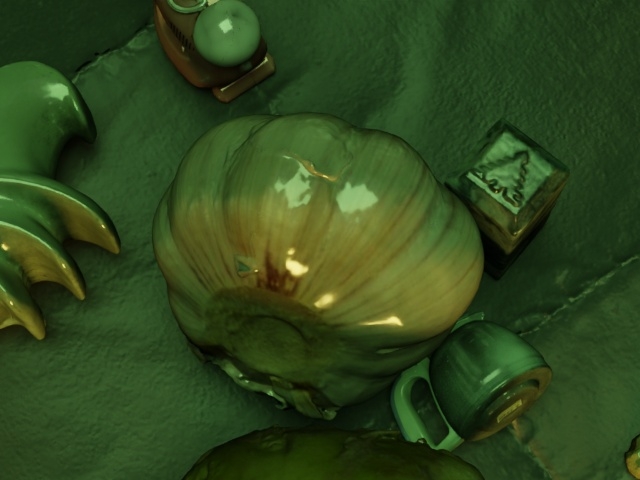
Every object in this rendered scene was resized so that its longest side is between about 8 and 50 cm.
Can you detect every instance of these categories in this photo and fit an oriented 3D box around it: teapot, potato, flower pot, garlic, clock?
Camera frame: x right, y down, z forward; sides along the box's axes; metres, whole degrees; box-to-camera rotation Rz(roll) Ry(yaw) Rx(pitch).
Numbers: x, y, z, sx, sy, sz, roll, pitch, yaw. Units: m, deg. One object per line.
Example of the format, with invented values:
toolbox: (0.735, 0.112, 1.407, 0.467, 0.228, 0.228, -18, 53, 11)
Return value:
teapot: (0.145, 0.137, 1.406, 0.111, 0.149, 0.108, -9, 52, -41)
potato: (0.001, 0.247, 1.283, 0.300, 0.246, 0.196, -26, 90, 0)
flower pot: (-0.378, -0.005, 1.409, 0.368, 0.164, 0.254, -21, 70, -4)
garlic: (-0.006, 0.010, 1.328, 0.322, 0.322, 0.241, -5, 47, 0)
clock: (-0.122, -0.229, 1.468, 0.093, 0.162, 0.166, -33, 76, -5)

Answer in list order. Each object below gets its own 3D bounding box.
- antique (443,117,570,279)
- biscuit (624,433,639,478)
antique: (0.174, -0.040, 1.397, 0.088, 0.183, 0.086, 39, 78, 10)
biscuit: (0.380, 0.161, 1.402, 0.118, 0.061, 0.183, 21, 75, 5)
